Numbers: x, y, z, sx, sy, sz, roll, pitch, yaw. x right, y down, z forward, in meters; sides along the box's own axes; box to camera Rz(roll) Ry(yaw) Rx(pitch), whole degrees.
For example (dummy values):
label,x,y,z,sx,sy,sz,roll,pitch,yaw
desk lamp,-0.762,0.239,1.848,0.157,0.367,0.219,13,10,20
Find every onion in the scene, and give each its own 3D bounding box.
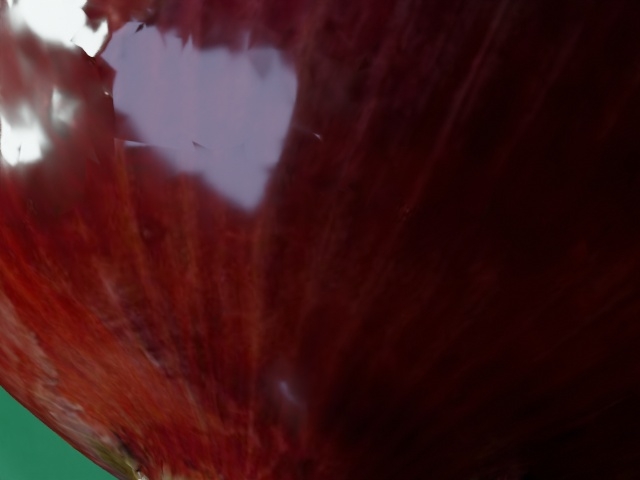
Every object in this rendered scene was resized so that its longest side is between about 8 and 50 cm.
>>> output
label,x,y,z,sx,sy,sz,roll,pitch,yaw
onion,0.001,-0.010,0.442,0.248,0.161,0.248,20,131,24
